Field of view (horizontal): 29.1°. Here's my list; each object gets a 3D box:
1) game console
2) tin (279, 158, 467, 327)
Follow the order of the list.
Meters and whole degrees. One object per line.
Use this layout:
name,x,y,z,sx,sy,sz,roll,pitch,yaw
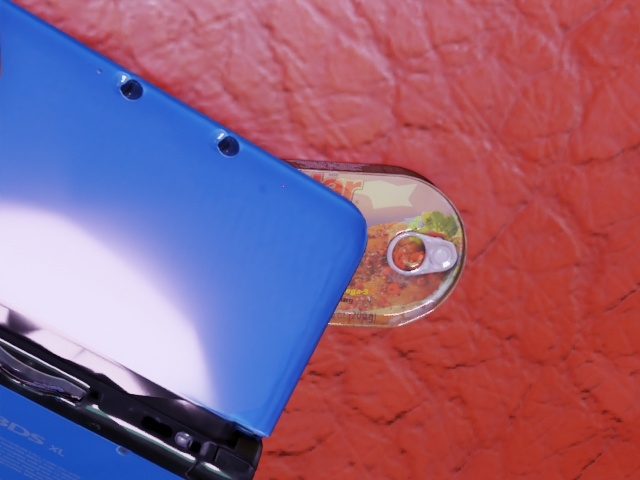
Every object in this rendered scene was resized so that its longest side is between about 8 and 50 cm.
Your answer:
game console,-0.163,0.037,0.767,0.293,0.173,0.250,30,139,-12
tin,0.000,0.000,0.800,0.189,0.040,0.106,4,112,-10
